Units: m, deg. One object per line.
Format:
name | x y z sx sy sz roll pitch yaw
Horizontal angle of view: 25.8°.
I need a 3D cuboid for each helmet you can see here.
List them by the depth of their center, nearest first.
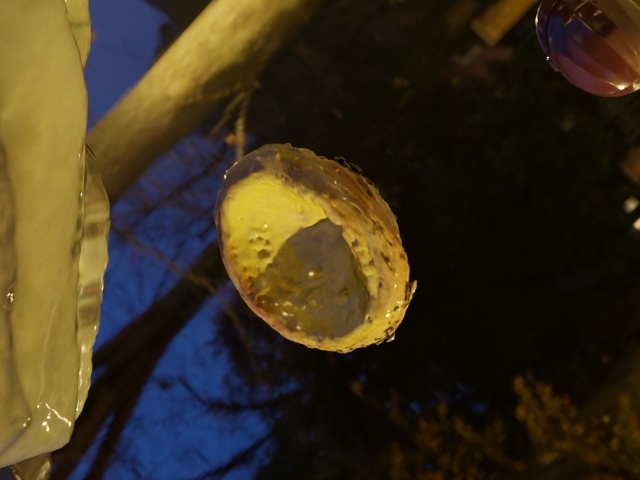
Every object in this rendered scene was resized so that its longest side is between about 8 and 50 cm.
helmet | 0.260 -0.185 1.297 0.123 0.098 0.070 40 -166 -12

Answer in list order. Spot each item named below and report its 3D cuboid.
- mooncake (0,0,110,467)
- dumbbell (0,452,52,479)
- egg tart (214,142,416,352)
mooncake | -0.190 -0.051 0.505 0.254 0.250 0.136 29 -142 34
dumbbell | -0.413 0.289 1.349 0.204 0.204 0.322 41 -143 -13
egg tart | 0.000 0.000 1.817 0.315 0.315 0.120 46 -134 6
